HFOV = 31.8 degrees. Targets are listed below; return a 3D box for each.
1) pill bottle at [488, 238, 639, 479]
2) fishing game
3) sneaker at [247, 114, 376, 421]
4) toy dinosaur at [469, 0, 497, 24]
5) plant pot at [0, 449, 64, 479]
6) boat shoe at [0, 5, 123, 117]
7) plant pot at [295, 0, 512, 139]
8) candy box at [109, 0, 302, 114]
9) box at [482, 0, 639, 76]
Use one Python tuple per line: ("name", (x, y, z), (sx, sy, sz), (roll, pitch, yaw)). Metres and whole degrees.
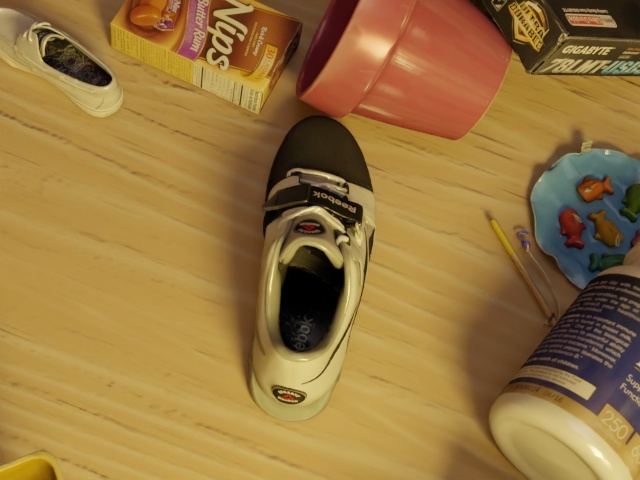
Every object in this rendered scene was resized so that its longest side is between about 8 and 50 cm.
("pill bottle", (0.295, 0.120, 1.088), (0.153, 0.153, 0.265), (38, 66, 10))
("fishing game", (0.322, -0.024, 1.224), (0.264, 0.041, 0.189), (-19, 72, -16))
("sneaker", (0.000, 0.000, 1.110), (0.122, 0.146, 0.331), (6, 63, -4))
("toy dinosaur", (0.159, -0.341, 1.324), (0.118, 0.064, 0.268), (18, 50, -19))
("plant pot", (-0.273, 0.322, 0.893), (0.212, 0.187, 0.212), (-20, 69, -15))
("boat shoe", (-0.291, -0.202, 1.207), (0.184, 0.063, 0.066), (41, 66, 11))
("plant pot", (0.096, -0.202, 1.203), (0.180, 0.201, 0.201), (25, 63, -13))
("candy box", (-0.126, -0.229, 1.250), (0.186, 0.053, 0.109), (25, 63, 3))
("box", (0.273, -0.318, 1.272), (0.295, 0.073, 0.293), (-7, 61, -41))
